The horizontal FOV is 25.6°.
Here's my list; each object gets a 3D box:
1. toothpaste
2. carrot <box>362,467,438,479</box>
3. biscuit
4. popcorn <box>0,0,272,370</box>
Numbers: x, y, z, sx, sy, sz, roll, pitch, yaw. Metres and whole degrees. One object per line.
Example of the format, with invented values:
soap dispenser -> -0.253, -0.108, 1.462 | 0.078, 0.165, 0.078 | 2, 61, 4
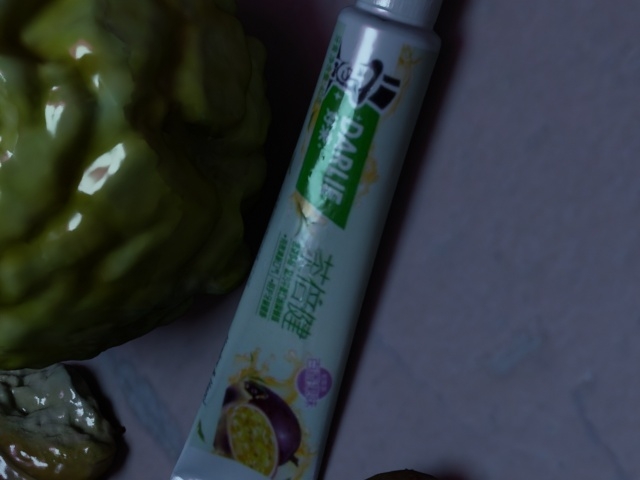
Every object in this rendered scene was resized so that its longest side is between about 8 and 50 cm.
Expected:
toothpaste -> 0.000, 0.000, 0.697 | 0.058, 0.056, 0.314 | 38, 113, 60
carrot -> -0.026, 0.174, 0.697 | 0.248, 0.059, 0.059 | -33, 66, 36
biscuit -> -0.198, 0.104, 0.839 | 0.183, 0.061, 0.118 | 39, 111, 34
popcorn -> -0.145, -0.056, 0.713 | 0.249, 0.249, 0.225 | -43, 47, 28
